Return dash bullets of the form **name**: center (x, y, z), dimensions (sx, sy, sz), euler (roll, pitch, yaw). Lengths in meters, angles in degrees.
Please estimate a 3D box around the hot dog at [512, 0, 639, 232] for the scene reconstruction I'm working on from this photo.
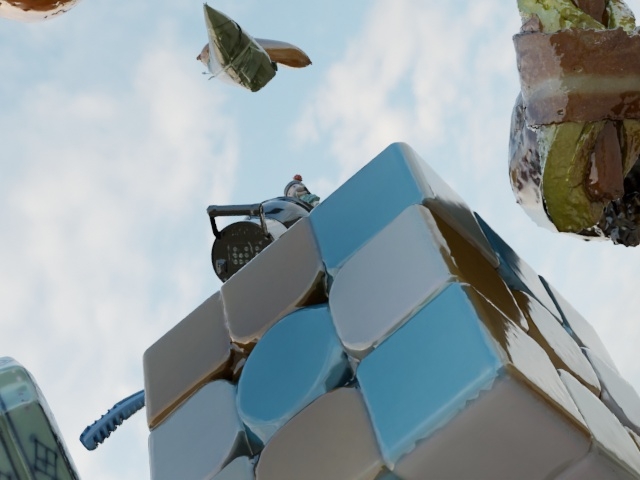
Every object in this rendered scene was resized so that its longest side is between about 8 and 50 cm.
- **hot dog**: center (0.231, -0.141, 0.989), dimensions (0.123, 0.093, 0.261), euler (-8, -93, -28)

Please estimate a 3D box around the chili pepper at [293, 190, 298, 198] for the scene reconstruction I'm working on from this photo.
- **chili pepper**: center (-0.001, 0.000, 1.886), dimensions (0.059, 0.191, 0.050), euler (-28, -12, -16)

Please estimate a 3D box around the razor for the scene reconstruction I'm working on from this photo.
- **razor**: center (-0.239, 0.209, 1.648), dimensions (0.253, 0.042, 0.082), euler (-40, -9, -8)

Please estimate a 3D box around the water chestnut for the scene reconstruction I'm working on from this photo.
- **water chestnut**: center (0.299, -0.087, 1.208), dimensions (0.223, 0.224, 0.238), euler (68, -151, -54)

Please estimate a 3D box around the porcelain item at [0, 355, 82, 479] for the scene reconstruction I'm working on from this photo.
- **porcelain item**: center (-0.453, 0.320, 1.697), dimensions (0.157, 0.286, 0.281), euler (-23, -85, -18)

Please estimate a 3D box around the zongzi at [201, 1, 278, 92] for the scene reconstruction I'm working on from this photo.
- **zongzi**: center (-0.131, -0.247, 1.433), dimensions (0.062, 0.154, 0.130), euler (-49, -60, -10)

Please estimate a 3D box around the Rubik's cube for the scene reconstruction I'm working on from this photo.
- **Rubik's cube**: center (0.081, 0.191, 1.024), dimensions (0.346, 0.344, 0.347), euler (-41, -59, 17)

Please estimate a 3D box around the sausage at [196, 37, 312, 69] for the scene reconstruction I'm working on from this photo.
- **sausage**: center (-0.104, -0.286, 1.781), dimensions (0.062, 0.183, 0.054), euler (-49, -41, -71)

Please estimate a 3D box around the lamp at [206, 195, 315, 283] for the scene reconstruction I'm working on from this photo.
- **lamp**: center (-0.083, 0.024, 1.639), dimensions (0.227, 0.147, 0.172), euler (-24, -67, -74)

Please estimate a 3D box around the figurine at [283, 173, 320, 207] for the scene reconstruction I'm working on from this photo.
- **figurine**: center (-0.035, -0.095, 2.465), dimensions (0.047, 0.106, 0.060), euler (19, -72, -50)

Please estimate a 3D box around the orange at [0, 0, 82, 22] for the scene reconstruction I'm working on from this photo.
- **orange**: center (-0.424, -0.430, 1.645), dimensions (0.240, 0.240, 0.240), euler (-38, -37, -37)
